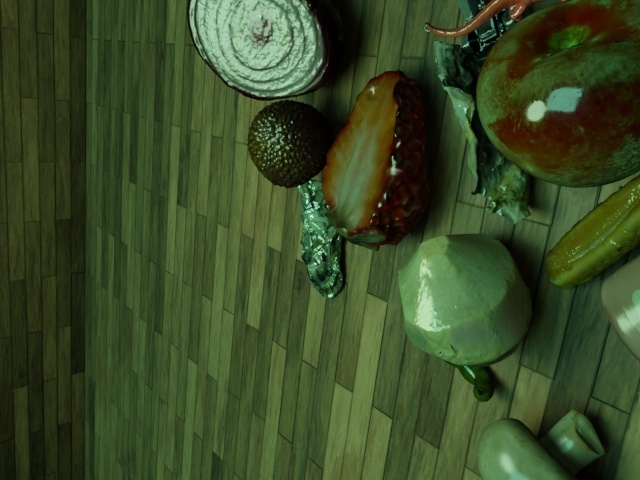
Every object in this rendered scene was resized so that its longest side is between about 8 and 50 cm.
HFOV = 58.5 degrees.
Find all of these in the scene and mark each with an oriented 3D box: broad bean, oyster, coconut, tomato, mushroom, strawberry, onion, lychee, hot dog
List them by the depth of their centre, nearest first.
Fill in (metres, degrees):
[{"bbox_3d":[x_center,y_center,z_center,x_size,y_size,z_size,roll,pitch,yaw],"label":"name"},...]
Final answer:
[{"bbox_3d":[0.354,-0.188,0.756,0.270,0.223,0.270,-25,39,22],"label":"tomato"},{"bbox_3d":[0.406,-0.011,0.795,0.286,0.061,0.088,111,163,-65],"label":"hot dog"},{"bbox_3d":[0.356,0.354,0.898,0.204,0.204,0.205,9,102,47],"label":"mushroom"},{"bbox_3d":[0.258,-0.191,0.920,0.100,0.271,0.275,-23,45,27],"label":"oyster"},{"bbox_3d":[0.233,0.093,0.936,0.197,0.236,0.237,-15,83,25],"label":"coconut"},{"bbox_3d":[0.252,0.213,1.067,0.048,0.070,0.214,-53,46,18],"label":"broad bean"},{"bbox_3d":[0.131,-0.148,1.100,0.265,0.149,0.337,32,108,62],"label":"strawberry"},{"bbox_3d":[-0.066,-0.213,1.216,0.194,0.194,0.195,9,102,47],"label":"lychee"},{"bbox_3d":[-0.102,-0.458,1.221,0.336,0.260,0.282,28,121,-1],"label":"onion"},{"bbox_3d":[0.003,-0.001,1.317,0.199,0.087,0.252,53,142,34],"label":"oyster"}]

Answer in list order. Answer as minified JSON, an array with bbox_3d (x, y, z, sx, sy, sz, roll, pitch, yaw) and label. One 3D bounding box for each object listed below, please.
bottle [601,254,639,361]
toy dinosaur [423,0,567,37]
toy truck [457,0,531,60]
[{"bbox_3d":[0.492,0.029,0.667,0.297,0.206,0.173,-49,15,40],"label":"bottle"},{"bbox_3d":[0.267,-0.343,0.773,0.285,0.139,0.070,-13,95,23],"label":"toy dinosaur"},{"bbox_3d":[0.275,-0.405,0.917,0.110,0.116,0.216,-18,89,49],"label":"toy truck"}]
